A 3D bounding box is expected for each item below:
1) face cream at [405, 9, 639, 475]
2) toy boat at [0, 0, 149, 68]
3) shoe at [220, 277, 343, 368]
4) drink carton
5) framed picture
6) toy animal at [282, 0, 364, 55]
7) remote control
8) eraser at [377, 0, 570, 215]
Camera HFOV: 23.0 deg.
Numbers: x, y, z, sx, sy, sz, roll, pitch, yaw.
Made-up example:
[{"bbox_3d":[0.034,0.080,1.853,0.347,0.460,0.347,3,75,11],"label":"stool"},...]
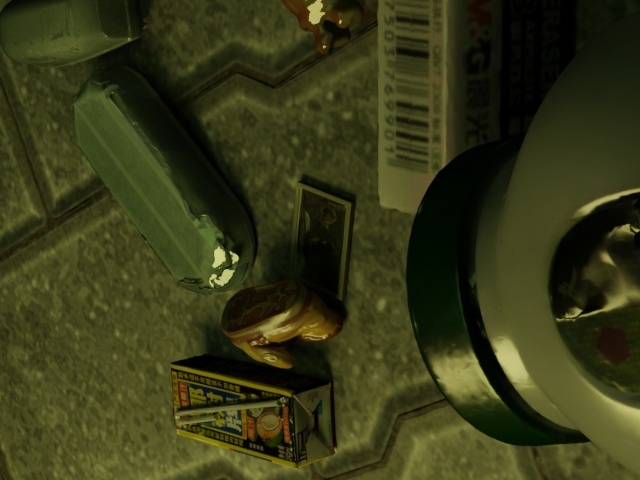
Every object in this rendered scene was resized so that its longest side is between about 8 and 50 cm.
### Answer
[{"bbox_3d":[0.245,0.010,0.934,0.357,0.219,0.313,-13,94,49],"label":"face cream"},{"bbox_3d":[-0.234,-0.203,1.468,0.260,0.085,0.078,0,100,56],"label":"toy boat"},{"bbox_3d":[-0.035,0.074,1.338,0.109,0.069,0.072,-39,36,32],"label":"shoe"},{"bbox_3d":[-0.065,0.150,1.397,0.165,0.056,0.071,7,102,44],"label":"drink carton"},{"bbox_3d":[0.000,0.000,1.328,0.066,0.006,0.089,23,116,39],"label":"framed picture"},{"bbox_3d":[0.018,-0.294,1.177,0.157,0.097,0.312,10,106,50],"label":"toy animal"},{"bbox_3d":[-0.147,-0.055,1.432,0.247,0.052,0.104,52,133,19],"label":"remote control"},{"bbox_3d":[0.107,-0.165,1.095,0.086,0.130,0.287,15,112,46],"label":"eraser"}]
